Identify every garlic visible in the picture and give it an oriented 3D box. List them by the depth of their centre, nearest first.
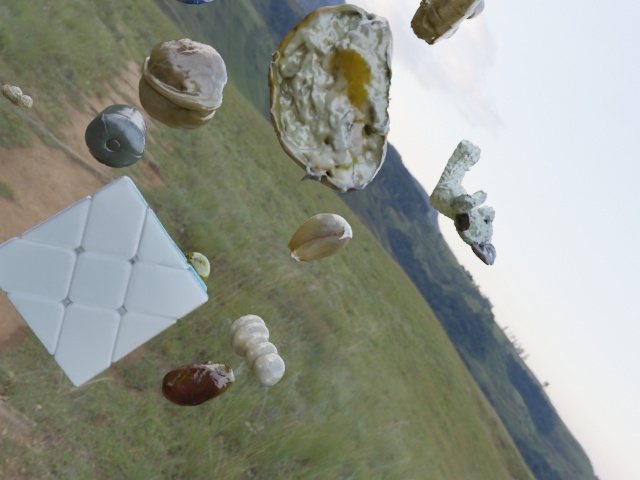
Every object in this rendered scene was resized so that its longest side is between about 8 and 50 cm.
[{"bbox_3d":[0.010,-0.008,1.562,0.146,0.244,0.164,58,39,-11],"label":"garlic"}]

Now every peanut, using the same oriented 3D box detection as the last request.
[{"bbox_3d":[-0.995,-0.472,1.583,0.113,0.054,0.054,34,9,2],"label":"peanut"}]

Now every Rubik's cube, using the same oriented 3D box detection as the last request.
[{"bbox_3d":[-0.475,0.077,1.092,0.322,0.318,0.316,58,-14,-9],"label":"Rubik's cube"}]

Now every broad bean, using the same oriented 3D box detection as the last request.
[{"bbox_3d":[-0.398,0.458,1.572,0.122,0.228,0.156,-122,-160,-55],"label":"broad bean"}]

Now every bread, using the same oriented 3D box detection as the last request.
[{"bbox_3d":[0.010,-0.296,1.106,0.394,0.249,0.362,-114,-153,-82],"label":"bread"}]

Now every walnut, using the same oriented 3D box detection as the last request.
[{"bbox_3d":[-0.456,-0.512,1.594,0.285,0.296,0.285,25,32,-17],"label":"walnut"}]

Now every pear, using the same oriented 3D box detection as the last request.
[{"bbox_3d":[-0.410,0.088,1.548,0.132,0.107,0.107,76,-10,-45],"label":"pear"}]

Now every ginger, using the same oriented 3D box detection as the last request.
[{"bbox_3d":[0.465,-0.749,1.512,0.236,0.375,0.166,21,70,-41],"label":"ginger"}]

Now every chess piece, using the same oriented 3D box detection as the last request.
[{"bbox_3d":[-0.205,0.373,1.609,0.143,0.143,0.261,46,-3,-39],"label":"chess piece"}]

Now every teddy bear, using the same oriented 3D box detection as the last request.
[{"bbox_3d":[0.642,-0.153,1.945,0.362,0.376,0.327,38,18,24],"label":"teddy bear"}]

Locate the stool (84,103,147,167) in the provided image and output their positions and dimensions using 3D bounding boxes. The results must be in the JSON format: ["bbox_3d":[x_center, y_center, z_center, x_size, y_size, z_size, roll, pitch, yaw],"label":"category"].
[{"bbox_3d":[-0.352,-0.187,0.844,0.096,0.096,0.110,47,14,-32],"label":"stool"}]

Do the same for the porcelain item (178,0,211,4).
[{"bbox_3d":[-0.378,-0.778,1.432,0.114,0.147,0.147,96,-29,-48],"label":"porcelain item"}]
